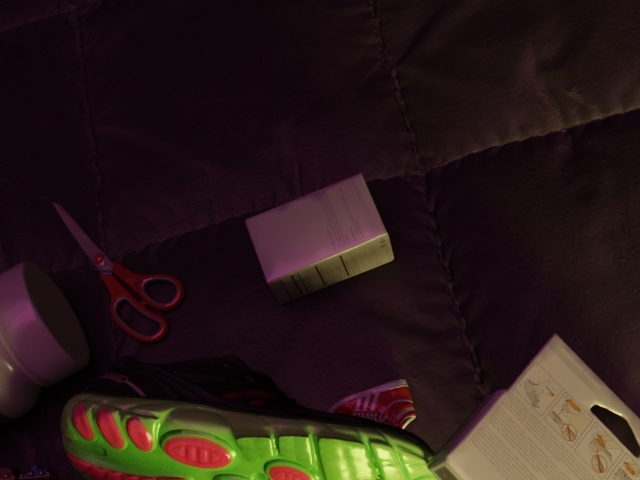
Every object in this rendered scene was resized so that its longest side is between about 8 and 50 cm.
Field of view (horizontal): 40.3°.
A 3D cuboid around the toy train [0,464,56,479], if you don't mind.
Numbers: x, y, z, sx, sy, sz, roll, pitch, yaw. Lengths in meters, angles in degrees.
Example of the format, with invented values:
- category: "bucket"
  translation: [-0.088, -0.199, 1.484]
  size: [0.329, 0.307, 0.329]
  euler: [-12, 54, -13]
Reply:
- category: "toy train"
  translation: [-0.445, 0.338, 1.231]
  size: [0.158, 0.027, 0.036]
  euler: [-6, 57, 9]

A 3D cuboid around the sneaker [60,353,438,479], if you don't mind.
- category: "sneaker"
  translation: [-0.075, 0.232, 1.103]
  size: [0.482, 0.185, 0.202]
  euler: [13, 32, 3]

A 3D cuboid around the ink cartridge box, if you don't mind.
- category: "ink cartridge box"
  translation: [0.301, 0.287, 1.051]
  size: [0.275, 0.060, 0.239]
  euler: [46, 57, 6]

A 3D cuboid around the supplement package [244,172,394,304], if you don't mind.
- category: "supplement package"
  translation: [0.000, 0.000, 1.237]
  size: [0.179, 0.105, 0.105]
  euler: [-22, 67, 1]

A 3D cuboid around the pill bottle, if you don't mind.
- category: "pill bottle"
  translation: [-0.522, 0.189, 1.208]
  size: [0.361, 0.204, 0.204]
  euler: [-30, 66, -1]

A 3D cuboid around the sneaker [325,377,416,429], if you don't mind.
- category: "sneaker"
  translation: [0.069, 0.234, 1.163]
  size: [0.118, 0.042, 0.067]
  euler: [-21, 63, 0]

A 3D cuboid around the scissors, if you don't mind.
- category: "scissors"
  translation: [-0.332, 0.047, 1.328]
  size: [0.297, 0.021, 0.109]
  euler: [31, 79, 19]
